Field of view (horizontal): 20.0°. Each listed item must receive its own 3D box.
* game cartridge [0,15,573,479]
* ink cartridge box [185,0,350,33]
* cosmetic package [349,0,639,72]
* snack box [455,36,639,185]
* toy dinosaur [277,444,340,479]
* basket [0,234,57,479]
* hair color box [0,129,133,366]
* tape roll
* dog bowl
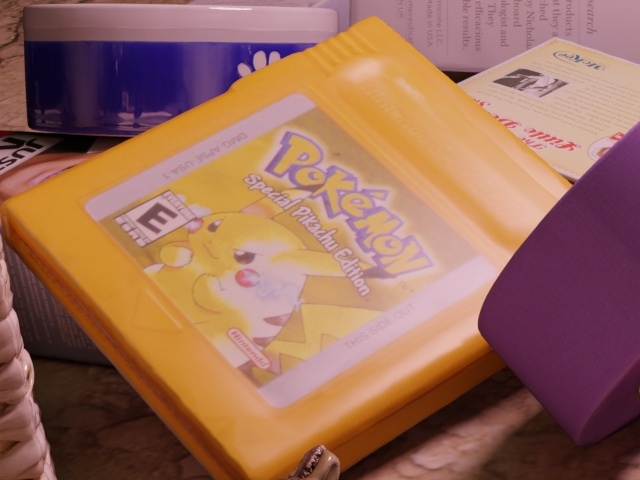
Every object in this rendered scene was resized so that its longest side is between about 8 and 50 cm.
[{"bbox_3d":[0.000,0.000,1.193,0.323,0.053,0.285,-31,57,-25],"label":"game cartridge"},{"bbox_3d":[-0.064,-0.243,2.010,0.185,0.065,0.311,2,27,29],"label":"ink cartridge box"},{"bbox_3d":[0.273,-0.239,1.618,0.453,0.162,0.230,5,17,19],"label":"cosmetic package"},{"bbox_3d":[0.235,-0.061,1.367,0.187,0.060,0.322,-27,37,-34],"label":"snack box"},{"bbox_3d":[-0.026,0.199,0.922,0.118,0.064,0.268,-5,24,32],"label":"toy dinosaur"},{"bbox_3d":[-0.348,0.062,1.123,0.328,0.266,0.331,-15,23,-11],"label":"basket"},{"bbox_3d":[-0.196,0.000,1.409,0.374,0.114,0.185,5,27,33],"label":"hair color box"},{"bbox_3d":[0.220,-0.006,1.029,0.274,0.275,0.090,-28,69,-37],"label":"tape roll"},{"bbox_3d":[-0.116,-0.145,1.527,0.264,0.104,0.265,0,7,0],"label":"dog bowl"}]
